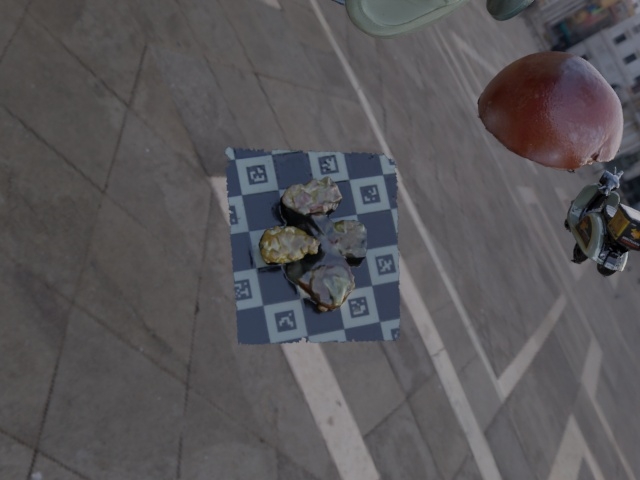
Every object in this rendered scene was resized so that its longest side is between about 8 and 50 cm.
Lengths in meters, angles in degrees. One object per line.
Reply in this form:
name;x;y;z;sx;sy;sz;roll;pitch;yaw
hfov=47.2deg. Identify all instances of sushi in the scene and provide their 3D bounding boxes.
sushi;0.000;0.000;0.758;0.040;0.192;0.210;140;-51;-73

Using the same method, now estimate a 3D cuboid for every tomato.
tomato;0.351;-0.210;1.098;0.228;0.112;0.199;30;51;21

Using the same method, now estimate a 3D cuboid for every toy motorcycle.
toy motorcycle;0.537;-0.037;1.398;0.091;0.157;0.263;23;28;-8

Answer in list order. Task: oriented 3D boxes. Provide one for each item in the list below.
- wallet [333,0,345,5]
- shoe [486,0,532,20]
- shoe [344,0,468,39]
wallet;-0.023;-0.517;1.256;0.222;0.167;0.036;12;10;-28
shoe;0.287;-0.395;0.993;0.078;0.195;0.079;25;34;-35
shoe;0.121;-0.287;0.653;0.124;0.316;0.159;38;37;-7
